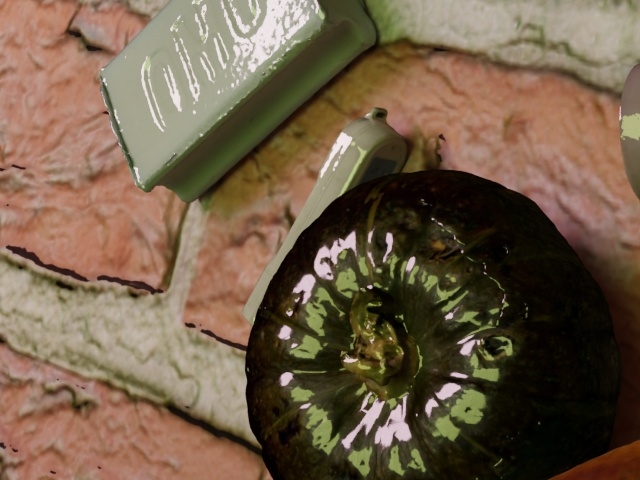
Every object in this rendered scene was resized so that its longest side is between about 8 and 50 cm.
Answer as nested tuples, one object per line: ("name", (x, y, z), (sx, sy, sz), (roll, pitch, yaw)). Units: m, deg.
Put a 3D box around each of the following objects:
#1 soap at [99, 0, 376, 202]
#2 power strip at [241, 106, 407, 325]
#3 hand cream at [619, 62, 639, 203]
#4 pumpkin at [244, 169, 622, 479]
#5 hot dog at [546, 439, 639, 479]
("soap", (-0.061, -0.128, 1.351), (0.198, 0.063, 0.114), (-40, 56, 28))
("power strip", (0.000, 0.000, 1.283), (0.030, 0.047, 0.191), (38, 107, 33))
("hand cream", (0.286, -0.068, 1.034), (0.248, 0.083, 0.133), (-1, 82, 31))
("pumpkin", (0.058, 0.076, 1.142), (0.238, 0.159, 0.238), (-13, 69, 37))
("hot dog", (0.119, 0.241, 1.015), (0.405, 0.223, 0.185), (-38, 62, 31))
